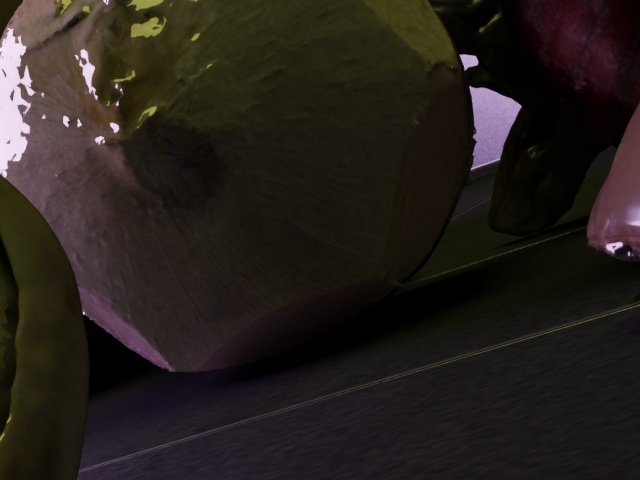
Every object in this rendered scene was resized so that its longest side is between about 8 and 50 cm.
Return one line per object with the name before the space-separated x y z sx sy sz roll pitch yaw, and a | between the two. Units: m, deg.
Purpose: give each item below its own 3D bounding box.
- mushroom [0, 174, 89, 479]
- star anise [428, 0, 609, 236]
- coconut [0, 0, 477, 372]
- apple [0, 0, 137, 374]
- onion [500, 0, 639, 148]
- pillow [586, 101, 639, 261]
mushroom | -0.124 0.028 0.344 0.154 0.154 0.122 -21 -23 -30
star anise | 0.165 -0.107 0.856 0.212 0.282 0.129 -13 48 21
coconut | -0.039 -0.051 0.750 0.227 0.227 0.230 -20 1 8
apple | -0.268 -0.091 1.068 0.474 0.473 0.473 -20 2 1
onion | 0.195 -0.126 0.619 0.281 0.221 0.281 -31 -24 -16
pillow | 0.152 -0.046 0.369 0.135 0.049 0.248 -58 15 -10
